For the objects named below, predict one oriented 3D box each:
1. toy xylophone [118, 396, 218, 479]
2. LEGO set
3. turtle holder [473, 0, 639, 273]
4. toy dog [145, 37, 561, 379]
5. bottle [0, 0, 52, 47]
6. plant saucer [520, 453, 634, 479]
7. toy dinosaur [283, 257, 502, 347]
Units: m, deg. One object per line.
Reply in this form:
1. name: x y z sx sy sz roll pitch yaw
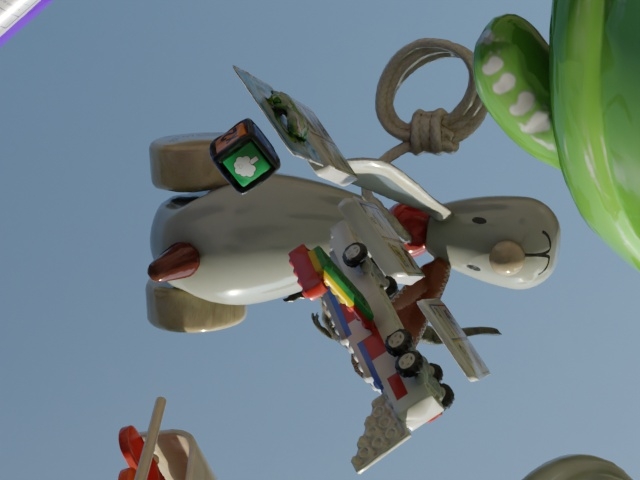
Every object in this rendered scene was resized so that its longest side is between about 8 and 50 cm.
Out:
1. toy xylophone: -0.157 0.300 1.454 0.322 0.081 0.236 -82 -28 -62
2. LEGO set: 0.005 0.008 0.698 0.182 0.060 0.244 56 -172 7
3. turtle holder: 0.195 -0.050 0.477 0.243 0.320 0.227 29 -177 -40
4. toy dog: 0.000 0.000 1.100 0.161 0.334 0.220 -60 -51 -70
5. bottle: -0.194 -0.210 0.922 0.118 0.283 0.092 42 -151 -23
6. plant saucer: 0.207 0.354 1.029 0.400 0.101 0.400 1 -92 -55
7. toy dinosaur: 0.047 0.058 1.269 0.118 0.064 0.268 37 -163 30
